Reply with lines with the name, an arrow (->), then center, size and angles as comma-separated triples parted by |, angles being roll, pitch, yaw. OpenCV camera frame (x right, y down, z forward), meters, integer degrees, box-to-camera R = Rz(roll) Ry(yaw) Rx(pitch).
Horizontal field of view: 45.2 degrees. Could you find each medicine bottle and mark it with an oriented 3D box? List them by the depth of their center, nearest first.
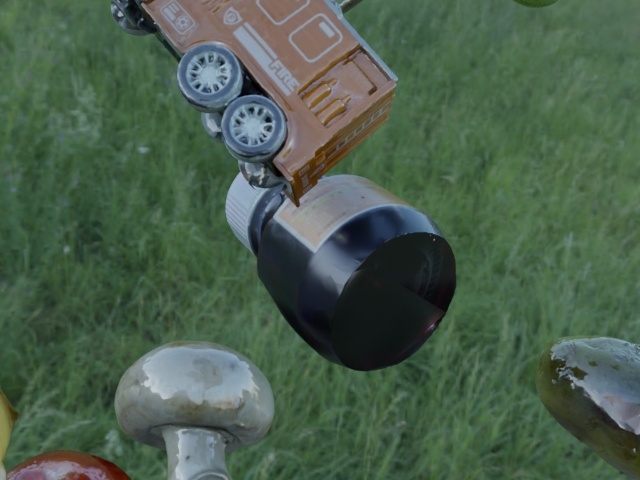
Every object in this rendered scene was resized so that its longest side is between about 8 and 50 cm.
medicine bottle -> 0.000, 0.000, 1.127 | 0.243, 0.242, 0.395 | -9, 30, -30

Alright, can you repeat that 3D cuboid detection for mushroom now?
mushroom -> -0.238, 0.336, 1.412 | 0.298, 0.297, 0.290 | 3, 57, 1

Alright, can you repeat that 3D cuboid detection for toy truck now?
toy truck -> -0.093, -0.243, 0.883 | 0.207, 0.387, 0.173 | -39, -6, -4

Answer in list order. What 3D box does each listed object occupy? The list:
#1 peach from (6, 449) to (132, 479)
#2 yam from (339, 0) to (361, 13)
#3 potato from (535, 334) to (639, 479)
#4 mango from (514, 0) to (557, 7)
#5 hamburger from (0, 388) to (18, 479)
peach -> -0.338, 0.407, 0.987 | 0.238, 0.280, 0.281 | 10, 19, 3
yam -> 0.057, -0.432, 1.391 | 0.116, 0.021, 0.021 | -27, -5, 41
potato -> 0.513, 0.275, 1.314 | 0.307, 0.210, 0.173 | 31, 7, 22
mango -> 0.252, -0.445, 0.991 | 0.143, 0.293, 0.175 | -12, -4, 41
hamburger -> -0.385, 0.193, 0.566 | 0.277, 0.276, 0.236 | 5, 45, 7
